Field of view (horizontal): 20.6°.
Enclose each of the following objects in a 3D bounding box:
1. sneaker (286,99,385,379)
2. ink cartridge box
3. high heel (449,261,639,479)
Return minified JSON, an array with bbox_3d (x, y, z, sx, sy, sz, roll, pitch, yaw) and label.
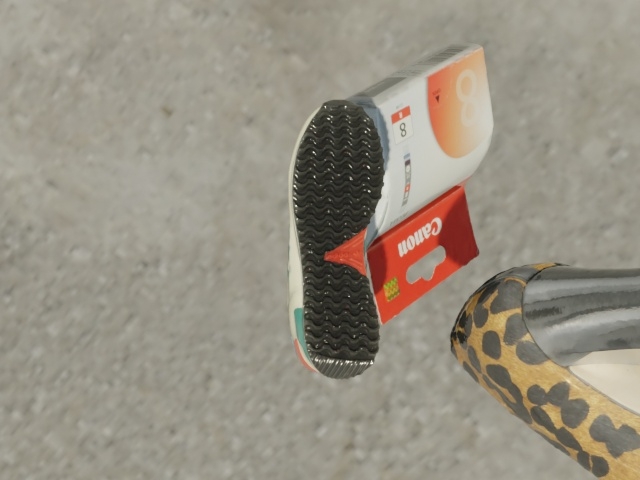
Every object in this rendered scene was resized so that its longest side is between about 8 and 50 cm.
[{"bbox_3d":[0.000,0.000,1.025,0.057,0.075,0.161,0,86,-19],"label":"sneaker"},{"bbox_3d":[0.083,-0.043,1.329,0.145,0.045,0.179,-33,116,-45],"label":"ink cartridge box"},{"bbox_3d":[0.171,0.124,0.858,0.093,0.186,0.261,-35,109,-38],"label":"high heel"}]
